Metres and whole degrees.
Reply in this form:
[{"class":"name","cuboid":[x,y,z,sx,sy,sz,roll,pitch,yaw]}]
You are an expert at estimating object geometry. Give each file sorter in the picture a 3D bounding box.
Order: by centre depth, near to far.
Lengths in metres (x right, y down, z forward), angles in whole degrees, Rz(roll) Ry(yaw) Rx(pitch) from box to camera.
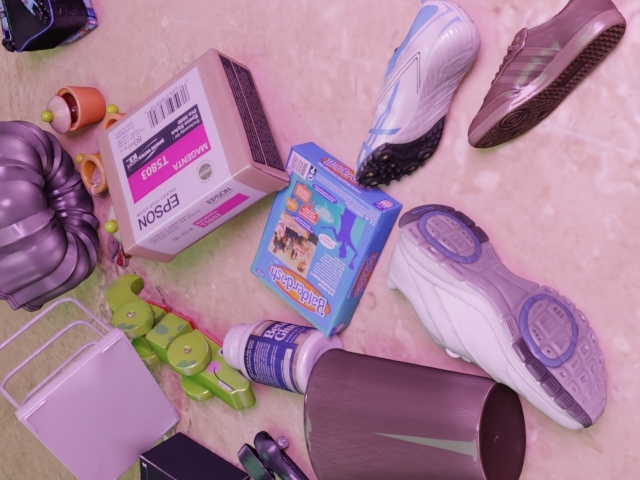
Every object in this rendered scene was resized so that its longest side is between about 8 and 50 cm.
[{"class":"file sorter","cuboid":[-0.406,0.261,1.220,0.173,0.193,0.277,29,150,34]}]

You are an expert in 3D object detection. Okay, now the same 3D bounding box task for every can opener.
[{"class":"can opener","cuboid":[-0.043,0.373,1.113,0.186,0.059,0.073,42,101,10]}]

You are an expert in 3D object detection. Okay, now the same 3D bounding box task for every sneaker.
[{"class":"sneaker","cuboid":[0.212,-0.170,0.712,0.188,0.066,0.071,-43,59,35]},{"class":"sneaker","cuboid":[0.099,-0.157,0.799,0.237,0.085,0.086,-63,37,39]},{"class":"sneaker","cuboid":[0.190,0.091,0.800,0.297,0.111,0.129,49,143,24]}]

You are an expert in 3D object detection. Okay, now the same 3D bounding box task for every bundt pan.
[{"class":"bundt pan","cuboid":[-0.473,-0.055,1.186,0.124,0.331,0.330,-18,93,4]}]

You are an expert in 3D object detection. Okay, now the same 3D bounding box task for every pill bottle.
[{"class":"pill bottle","cuboid":[-0.058,0.163,1.022,0.169,0.094,0.094,4,107,39]}]

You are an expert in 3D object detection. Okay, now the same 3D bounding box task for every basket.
[{"class":"basket","cuboid":[0.116,0.229,0.866,0.227,0.154,0.204,-8,98,38]}]

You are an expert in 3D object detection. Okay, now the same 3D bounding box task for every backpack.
[{"class":"backpack","cuboid":[-0.456,-0.407,1.148,0.158,0.117,0.173,-15,95,43]}]

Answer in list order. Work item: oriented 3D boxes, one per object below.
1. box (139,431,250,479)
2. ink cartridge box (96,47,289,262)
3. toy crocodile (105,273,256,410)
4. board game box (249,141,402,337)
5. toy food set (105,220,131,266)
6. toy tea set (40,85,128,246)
[{"class":"box","cuboid":[-0.224,0.505,1.277,0.184,0.103,0.261,18,116,32]},{"class":"ink cartridge box","cuboid":[-0.179,-0.110,0.963,0.235,0.088,0.193,-31,65,24]},{"class":"toy crocodile","cuboid":[-0.235,0.167,1.176,0.341,0.105,0.115,26,148,31]},{"class":"board game box","cuboid":[0.000,0.000,0.949,0.160,0.047,0.210,38,125,24]},{"class":"toy food set","cuboid":[-0.357,-0.001,1.270,0.078,0.019,0.122,30,122,29]},{"class":"toy tea set","cuboid":[-0.344,-0.122,1.146,0.336,0.124,0.200,32,123,28]}]
